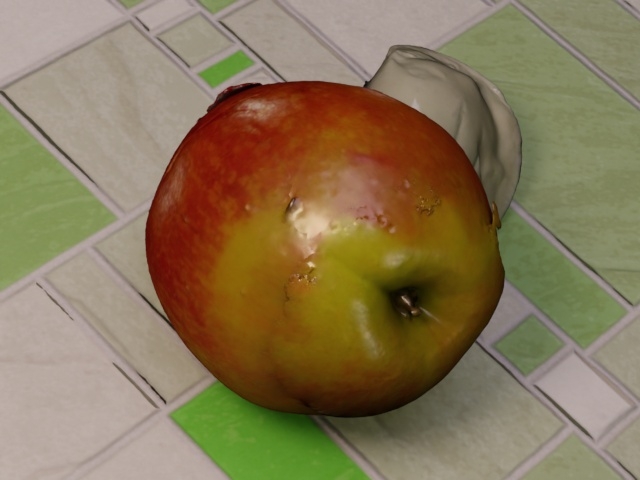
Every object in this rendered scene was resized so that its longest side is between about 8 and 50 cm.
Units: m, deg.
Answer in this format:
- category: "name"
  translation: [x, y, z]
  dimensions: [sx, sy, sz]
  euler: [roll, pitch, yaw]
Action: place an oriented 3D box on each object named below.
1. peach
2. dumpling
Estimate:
- category: "peach"
  translation: [0.000, 0.000, 1.696]
  dimensions: [0.370, 0.370, 0.370]
  euler: [7, 52, -9]
- category: "dumpling"
  translation: [0.128, -0.091, 1.925]
  dimensions: [0.227, 0.243, 0.175]
  euler: [20, 9, -21]
